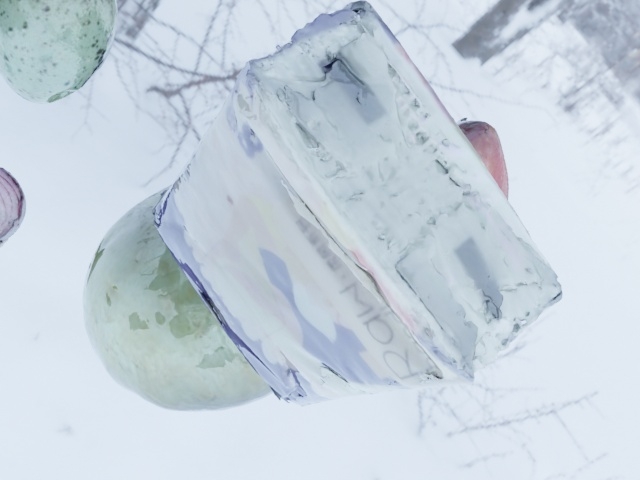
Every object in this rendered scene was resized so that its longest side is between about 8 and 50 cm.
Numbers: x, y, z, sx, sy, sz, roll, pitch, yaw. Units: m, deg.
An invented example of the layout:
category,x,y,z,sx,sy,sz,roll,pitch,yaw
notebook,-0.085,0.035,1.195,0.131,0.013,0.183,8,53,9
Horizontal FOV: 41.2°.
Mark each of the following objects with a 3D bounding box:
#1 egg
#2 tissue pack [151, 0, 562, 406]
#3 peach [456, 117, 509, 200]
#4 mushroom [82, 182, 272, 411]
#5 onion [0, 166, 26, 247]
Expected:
category,x,y,z,sx,sy,sz,roll,pitch,yaw
egg,-0.182,-0.145,0.576,0.085,0.110,0.085,13,22,-5
tissue pack,0.000,0.000,0.662,0.125,0.343,0.242,-36,91,-26
peach,0.149,-0.030,1.072,0.154,0.267,0.159,43,47,-9
mushroom,-0.125,0.062,1.055,0.352,0.352,0.260,-86,164,-58
onion,-0.607,-0.067,1.402,0.218,0.140,0.195,50,57,-7
